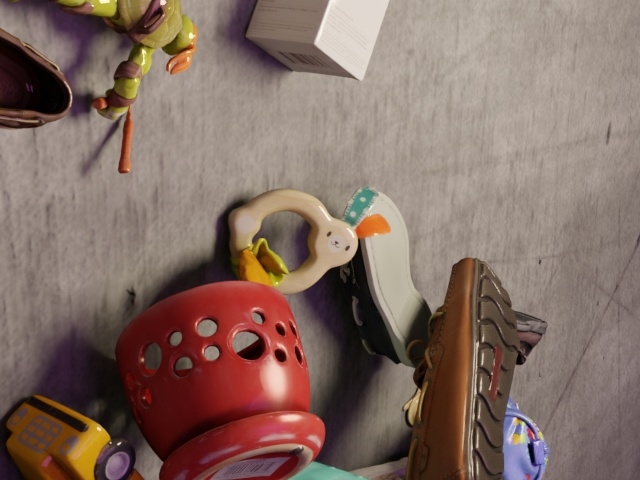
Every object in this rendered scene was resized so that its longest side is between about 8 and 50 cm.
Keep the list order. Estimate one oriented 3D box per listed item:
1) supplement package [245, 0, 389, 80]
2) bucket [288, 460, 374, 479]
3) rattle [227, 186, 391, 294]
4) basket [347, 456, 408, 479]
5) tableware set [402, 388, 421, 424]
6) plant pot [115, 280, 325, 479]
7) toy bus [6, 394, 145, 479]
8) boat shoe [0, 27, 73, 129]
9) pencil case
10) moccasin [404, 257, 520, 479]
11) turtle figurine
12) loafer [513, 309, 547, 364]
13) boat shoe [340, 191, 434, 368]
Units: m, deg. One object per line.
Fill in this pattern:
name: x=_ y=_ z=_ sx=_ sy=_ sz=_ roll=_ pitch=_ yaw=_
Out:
supplement package: x=0.010 y=-0.286 z=1.101 sx=0.105 sy=0.105 sz=0.179 roll=25 pitch=82 yaw=-52
bucket: x=-0.039 y=0.397 z=1.202 sx=0.281 sy=0.183 sz=0.281 roll=-21 pitch=118 yaw=-47
rattle: x=0.000 y=0.000 z=1.103 sx=0.199 sy=0.143 sz=0.130 roll=-5 pitch=87 yaw=-10
basket: x=0.186 y=0.511 z=1.439 sx=0.328 sy=0.266 sz=0.332 roll=3 pitch=94 yaw=-48
tableware set: x=0.189 y=0.273 z=1.593 sx=0.141 sy=0.020 sz=0.169 roll=-45 pitch=135 yaw=-32
plant pot: x=-0.099 y=0.162 z=0.994 sx=0.191 sy=0.191 sz=0.174 roll=26 pitch=38 yaw=-53
toy bus: x=-0.219 y=0.305 z=1.001 sx=0.130 sy=0.108 sz=0.333 roll=-50 pitch=137 yaw=-28
boat shoe: x=-0.299 y=-0.151 z=0.752 sx=0.257 sy=0.095 sz=0.095 roll=15 pitch=89 yaw=-53
pencil case: x=0.255 y=0.289 z=1.455 sx=0.306 sy=0.133 sz=0.120 roll=-6 pitch=87 yaw=-88
moccasin: x=0.179 y=0.187 z=1.300 sx=0.139 sy=0.146 sz=0.380 roll=40 pitch=47 yaw=-39
turtle figurine: x=-0.181 y=-0.209 z=0.893 sx=0.217 sy=0.087 sz=0.270 roll=26 pitch=81 yaw=-53
loafer: x=0.294 y=0.164 z=1.627 sx=0.302 sy=0.109 sz=0.095 roll=11 pitch=97 yaw=-56
boat shoe: x=0.072 y=0.059 z=1.307 sx=0.114 sy=0.091 sz=0.303 roll=-53 pitch=139 yaw=-39
